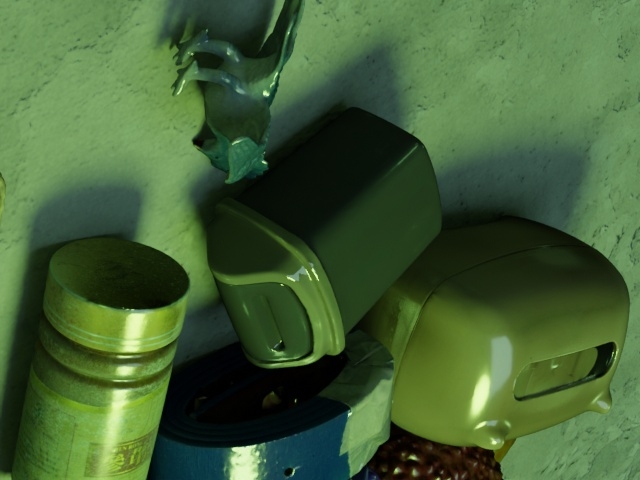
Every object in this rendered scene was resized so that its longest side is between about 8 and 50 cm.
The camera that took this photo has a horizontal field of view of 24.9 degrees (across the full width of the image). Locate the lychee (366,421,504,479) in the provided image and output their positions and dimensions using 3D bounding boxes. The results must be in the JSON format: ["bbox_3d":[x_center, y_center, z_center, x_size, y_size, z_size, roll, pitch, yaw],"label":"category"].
[{"bbox_3d":[0.117,0.353,2.062,0.264,0.300,0.264,-162,-90,-87],"label":"lychee"}]

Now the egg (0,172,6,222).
[{"bbox_3d":[-0.386,-0.013,1.275,0.233,0.195,0.195,-39,142,-4],"label":"egg"}]

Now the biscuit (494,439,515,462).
[{"bbox_3d":[0.183,0.384,2.304,0.237,0.062,0.291,25,99,-52],"label":"biscuit"}]

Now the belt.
[{"bbox_3d":[-0.058,0.217,1.777,0.347,0.212,0.117,-21,123,-40],"label":"belt"}]

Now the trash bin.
[{"bbox_3d":[0.000,0.000,1.712,0.290,0.182,0.209,-43,141,-22],"label":"trash bin"}]

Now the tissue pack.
[{"bbox_3d":[0.244,0.126,1.992,0.387,0.277,0.267,-9,122,-44],"label":"tissue pack"}]

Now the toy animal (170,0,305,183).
[{"bbox_3d":[-0.075,-0.156,1.535,0.176,0.255,0.239,31,53,-30],"label":"toy animal"}]

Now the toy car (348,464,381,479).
[{"bbox_3d":[-0.025,0.314,1.886,0.172,0.235,0.158,84,21,-46],"label":"toy car"}]

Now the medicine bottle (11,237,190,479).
[{"bbox_3d":[-0.248,0.171,1.599,0.151,0.151,0.322,-11,126,-42],"label":"medicine bottle"}]
